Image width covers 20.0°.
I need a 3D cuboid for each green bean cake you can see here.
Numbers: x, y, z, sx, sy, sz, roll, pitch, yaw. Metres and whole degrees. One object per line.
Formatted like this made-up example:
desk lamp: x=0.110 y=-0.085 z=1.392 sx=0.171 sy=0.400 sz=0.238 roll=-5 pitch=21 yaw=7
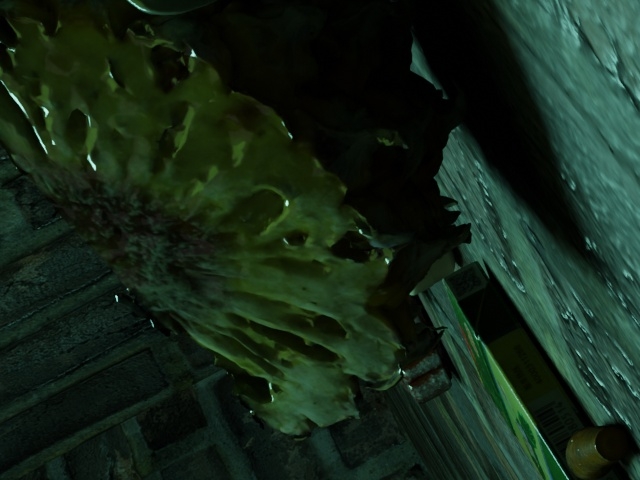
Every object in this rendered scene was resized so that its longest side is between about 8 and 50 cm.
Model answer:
green bean cake: x=0.090 y=0.100 z=1.975 sx=0.135 sy=0.056 sz=0.135 roll=63 pitch=179 yaw=-14

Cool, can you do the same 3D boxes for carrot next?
carrot: x=0.164 y=0.125 z=1.077 sx=0.032 sy=0.032 sz=0.093 roll=62 pitch=175 yaw=10

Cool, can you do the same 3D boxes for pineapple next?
pineapple: x=-0.010 y=-0.108 z=0.978 sx=0.344 sy=0.209 sz=0.286 roll=50 pitch=-140 yaw=-29

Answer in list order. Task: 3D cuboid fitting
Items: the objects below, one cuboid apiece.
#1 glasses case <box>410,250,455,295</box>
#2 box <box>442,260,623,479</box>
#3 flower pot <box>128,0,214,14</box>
glasses case: x=0.042 y=-0.051 z=1.408 sx=0.196 sy=0.050 sz=0.083 roll=62 pitch=180 yaw=8
box: x=0.157 y=0.133 z=1.226 sx=0.235 sy=0.034 sz=0.132 roll=60 pitch=177 yaw=42
flower pot: x=-0.099 y=-0.265 z=0.723 sx=0.254 sy=0.164 sz=0.367 roll=-112 pitch=-3 yaw=-48
